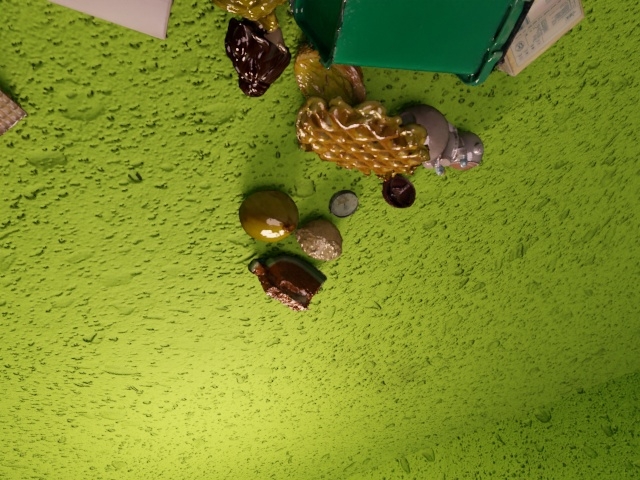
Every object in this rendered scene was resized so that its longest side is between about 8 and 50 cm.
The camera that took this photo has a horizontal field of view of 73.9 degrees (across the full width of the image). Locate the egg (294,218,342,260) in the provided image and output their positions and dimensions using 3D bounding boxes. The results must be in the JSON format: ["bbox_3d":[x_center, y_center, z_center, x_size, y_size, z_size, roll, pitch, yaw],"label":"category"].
[{"bbox_3d":[0.000,0.000,1.164,0.118,0.116,0.140,-23,133,35],"label":"egg"}]

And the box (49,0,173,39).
[{"bbox_3d":[-0.353,-0.472,0.676,0.252,0.106,0.203,10,124,-25],"label":"box"}]

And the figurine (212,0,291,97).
[{"bbox_3d":[-0.112,-0.392,0.735,0.187,0.168,0.315,-2,170,-2],"label":"figurine"}]

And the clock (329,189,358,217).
[{"bbox_3d":[0.065,-0.100,1.175,0.085,0.017,0.085,-10,129,-13],"label":"clock"}]

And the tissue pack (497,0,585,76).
[{"bbox_3d":[0.479,-0.501,0.968,0.196,0.092,0.148,-39,129,13],"label":"tissue pack"}]

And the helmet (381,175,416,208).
[{"bbox_3d":[0.202,-0.132,1.176,0.111,0.057,0.089,15,84,-23],"label":"helmet"}]

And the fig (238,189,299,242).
[{"bbox_3d":[-0.129,-0.062,1.071,0.153,0.121,0.136,-14,140,21],"label":"fig"}]

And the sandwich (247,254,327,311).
[{"bbox_3d":[-0.088,0.104,1.196,0.235,0.159,0.079,31,118,-14],"label":"sandwich"}]

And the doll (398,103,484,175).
[{"bbox_3d":[0.308,-0.247,1.081,0.287,0.151,0.151,8,123,-34],"label":"doll"}]

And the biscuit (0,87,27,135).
[{"bbox_3d":[-0.724,-0.170,0.802,0.379,0.054,0.094,-34,129,8],"label":"biscuit"}]

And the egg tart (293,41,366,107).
[{"bbox_3d":[0.029,-0.339,0.898,0.074,0.191,0.191,-52,133,-18],"label":"egg tart"}]

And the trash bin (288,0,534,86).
[{"bbox_3d":[0.165,-0.444,0.730,0.381,0.259,0.295,-13,144,-23],"label":"trash bin"}]

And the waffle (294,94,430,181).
[{"bbox_3d":[0.090,-0.213,0.931,0.302,0.325,0.068,16,83,-6],"label":"waffle"}]
